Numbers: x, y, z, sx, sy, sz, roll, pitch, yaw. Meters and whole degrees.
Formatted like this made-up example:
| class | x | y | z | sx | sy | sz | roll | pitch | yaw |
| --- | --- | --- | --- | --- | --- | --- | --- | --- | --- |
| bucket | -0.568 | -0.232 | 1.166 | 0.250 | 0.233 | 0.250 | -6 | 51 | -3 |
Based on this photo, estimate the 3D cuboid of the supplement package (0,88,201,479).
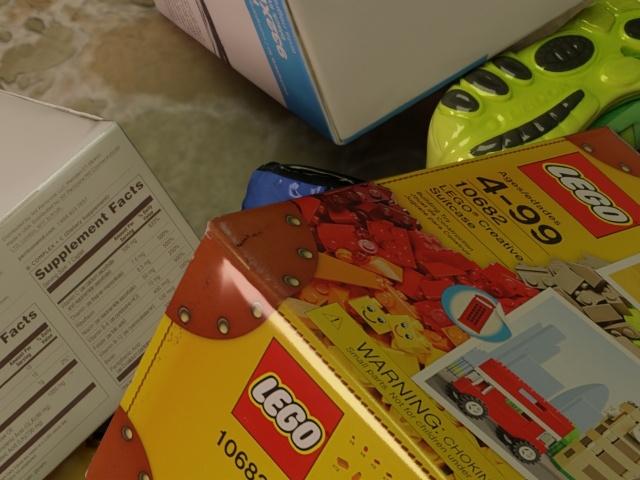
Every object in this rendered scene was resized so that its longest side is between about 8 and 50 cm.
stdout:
| class | x | y | z | sx | sy | sz | roll | pitch | yaw |
| --- | --- | --- | --- | --- | --- | --- | --- | --- | --- |
| supplement package | -0.221 | 0.023 | 1.055 | 0.204 | 0.145 | 0.262 | -43 | 30 | -18 |

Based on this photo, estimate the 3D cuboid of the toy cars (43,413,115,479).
| class | x | y | z | sx | sy | sz | roll | pitch | yaw |
| --- | --- | --- | --- | --- | --- | --- | --- | --- | --- |
| toy cars | -0.168 | 0.226 | 1.039 | 0.394 | 0.087 | 0.176 | -38 | 92 | -12 |

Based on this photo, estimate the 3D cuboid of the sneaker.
| class | x | y | z | sx | sy | sz | roll | pitch | yaw |
| --- | --- | --- | --- | --- | --- | --- | --- | --- | --- |
| sneaker | 0.184 | -0.095 | 1.170 | 0.296 | 0.123 | 0.109 | -21 | 68 | -27 |

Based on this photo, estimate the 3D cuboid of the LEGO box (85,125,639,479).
| class | x | y | z | sx | sy | sz | roll | pitch | yaw |
| --- | --- | --- | --- | --- | --- | --- | --- | --- | --- |
| LEGO box | 0.184 | 0.187 | 0.870 | 0.372 | 0.193 | 0.500 | -15 | 53 | -47 |

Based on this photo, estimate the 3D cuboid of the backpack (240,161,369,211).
| class | x | y | z | sx | sy | sz | roll | pitch | yaw |
| --- | --- | --- | --- | --- | --- | --- | --- | --- | --- |
| backpack | 0.000 | 0.000 | 1.142 | 0.120 | 0.098 | 0.101 | 19 | 85 | 13 |

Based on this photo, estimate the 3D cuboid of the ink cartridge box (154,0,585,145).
| class | x | y | z | sx | sy | sz | roll | pitch | yaw |
| --- | --- | --- | --- | --- | --- | --- | --- | --- | --- |
| ink cartridge box | 0.014 | -0.219 | 1.169 | 0.223 | 0.129 | 0.307 | -32 | 35 | -12 |
